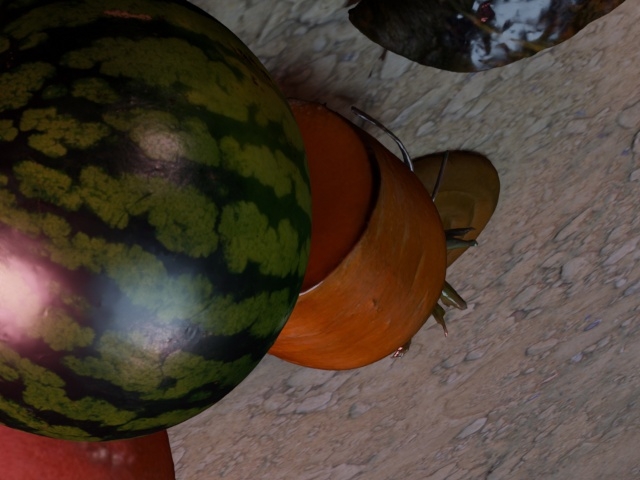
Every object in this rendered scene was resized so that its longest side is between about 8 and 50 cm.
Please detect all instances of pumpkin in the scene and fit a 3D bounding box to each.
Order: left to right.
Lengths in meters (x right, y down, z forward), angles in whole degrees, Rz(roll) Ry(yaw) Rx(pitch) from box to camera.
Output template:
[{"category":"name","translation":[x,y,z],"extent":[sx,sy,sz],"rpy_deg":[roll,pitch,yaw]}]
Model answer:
[{"category":"pumpkin","translation":[0.159,-0.228,1.164],"extent":[0.278,0.111,0.163],"rpy_deg":[-26,151,-9]}]

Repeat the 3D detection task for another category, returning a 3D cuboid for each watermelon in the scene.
[{"category":"watermelon","translation":[-0.141,-0.020,1.003],"extent":[0.285,0.285,0.285],"rpy_deg":[-26,156,-12]}]

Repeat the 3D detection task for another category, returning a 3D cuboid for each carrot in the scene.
[{"category":"carrot","translation":[0.000,0.000,1.321],"extent":[0.193,0.214,0.331],"rpy_deg":[-8,159,20]}]

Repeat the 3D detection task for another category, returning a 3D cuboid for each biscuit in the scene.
[{"category":"biscuit","translation":[0.066,0.007,1.604],"extent":[0.262,0.037,0.262],"rpy_deg":[-26,157,-12]}]

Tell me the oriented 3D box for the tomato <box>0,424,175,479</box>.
[{"category":"tomato","translation":[-0.284,0.205,1.229],"extent":[0.341,0.341,0.273],"rpy_deg":[-41,141,22]}]
